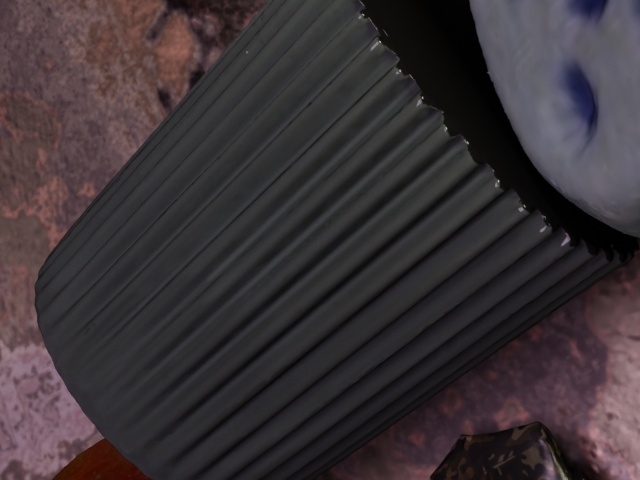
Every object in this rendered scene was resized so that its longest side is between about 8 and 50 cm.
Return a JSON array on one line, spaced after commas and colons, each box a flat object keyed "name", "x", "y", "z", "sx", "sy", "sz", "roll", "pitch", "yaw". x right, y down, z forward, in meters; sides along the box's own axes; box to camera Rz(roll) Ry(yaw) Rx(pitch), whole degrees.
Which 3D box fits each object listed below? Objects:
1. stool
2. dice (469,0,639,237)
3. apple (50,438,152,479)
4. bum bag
[{"name": "stool", "x": 0.000, "y": 0.000, "z": 1.300, "sx": 0.330, "sy": 0.297, "sz": 0.297, "roll": -42, "pitch": 71, "yaw": 20}, {"name": "dice", "x": 0.264, "y": -0.168, "z": 1.147, "sx": 0.262, "sy": 0.268, "sz": 0.264, "roll": -50, "pitch": 55, "yaw": 59}, {"name": "apple", "x": -0.122, "y": 0.246, "z": 1.395, "sx": 0.188, "sy": 0.174, "sz": 0.207, "roll": -43, "pitch": 114, "yaw": -3}, {"name": "bum bag", "x": 0.174, "y": 0.229, "z": 1.316, "sx": 0.248, "sy": 0.069, "sz": 0.102, "roll": 51, "pitch": 143, "yaw": 18}]
